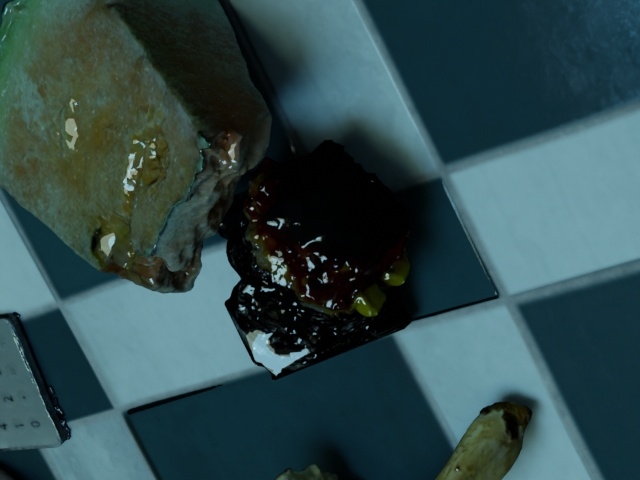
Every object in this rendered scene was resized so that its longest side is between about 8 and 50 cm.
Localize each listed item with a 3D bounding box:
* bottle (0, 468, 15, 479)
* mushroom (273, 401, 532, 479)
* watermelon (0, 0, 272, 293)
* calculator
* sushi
[{"bbox_3d":[-0.417,0.390,2.182,0.206,0.173,0.297,45,142,43],"label":"bottle"},{"bbox_3d":[0.035,0.272,1.781,0.208,0.233,0.302,23,127,9],"label":"mushroom"},{"bbox_3d":[-0.159,-0.089,1.740,0.302,0.151,0.264,48,129,31],"label":"watermelon"},{"bbox_3d":[-0.398,0.161,2.128,0.261,0.021,0.161,-10,109,35],"label":"calculator"},{"bbox_3d":[0.000,0.000,1.706,0.172,0.153,0.150,63,152,13],"label":"sushi"}]
